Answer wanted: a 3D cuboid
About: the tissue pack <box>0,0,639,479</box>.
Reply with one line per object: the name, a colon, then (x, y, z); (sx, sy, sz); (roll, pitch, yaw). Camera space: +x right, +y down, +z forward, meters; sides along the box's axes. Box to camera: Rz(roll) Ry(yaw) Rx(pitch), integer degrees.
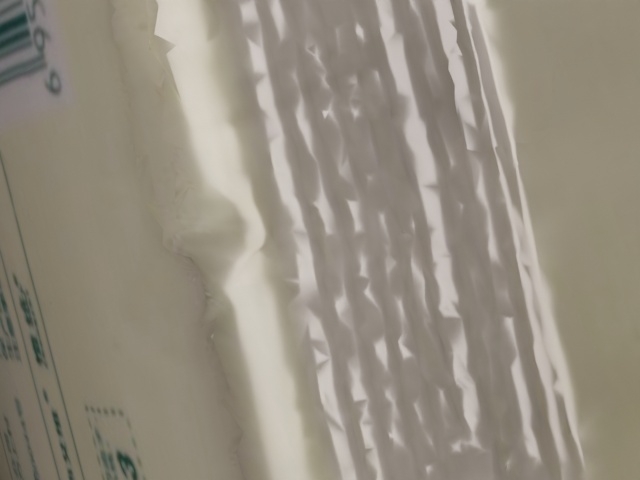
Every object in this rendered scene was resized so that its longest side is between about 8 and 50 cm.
tissue pack: (0.000, 0.000, 0.497); (0.207, 0.297, 0.380); (-15, 97, -23)
